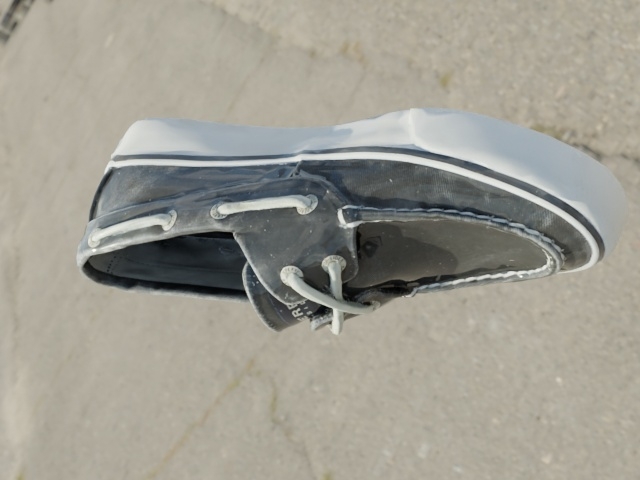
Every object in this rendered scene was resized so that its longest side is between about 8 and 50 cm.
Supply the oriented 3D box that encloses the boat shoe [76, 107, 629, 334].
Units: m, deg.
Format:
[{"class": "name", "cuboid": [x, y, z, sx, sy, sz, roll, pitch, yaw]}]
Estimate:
[{"class": "boat shoe", "cuboid": [0.000, 0.000, 0.599, 0.301, 0.108, 0.102, 6, 59, 29]}]
